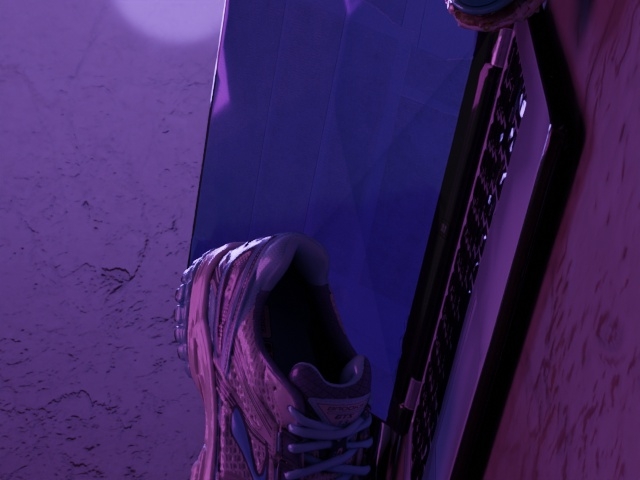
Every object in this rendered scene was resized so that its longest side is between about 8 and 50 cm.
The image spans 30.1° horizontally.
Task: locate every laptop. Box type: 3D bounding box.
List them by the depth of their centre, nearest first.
[{"bbox_3d":[0.000,0.000,0.845,0.408,0.236,0.381,-78,-1,-63],"label":"laptop"}]

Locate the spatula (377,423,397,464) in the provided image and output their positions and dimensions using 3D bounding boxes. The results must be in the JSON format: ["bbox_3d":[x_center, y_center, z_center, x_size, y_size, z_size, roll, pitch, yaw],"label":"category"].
[{"bbox_3d":[0.091,0.102,1.241,0.168,0.019,0.242,99,-178,-63],"label":"spatula"}]

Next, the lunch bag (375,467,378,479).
[{"bbox_3d":[-0.016,0.297,1.356,0.223,0.160,0.262,118,152,-71],"label":"lunch bag"}]

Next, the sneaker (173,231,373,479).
[{"bbox_3d":[-0.020,0.127,0.758,0.122,0.110,0.283,-28,71,49],"label":"sneaker"}]

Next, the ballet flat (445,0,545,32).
[{"bbox_3d":[0.133,-0.217,0.694,0.077,0.091,0.241,37,-116,-56],"label":"ballet flat"}]

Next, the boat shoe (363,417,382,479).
[{"bbox_3d":[0.036,0.161,1.179,0.089,0.109,0.258,-153,57,-78],"label":"boat shoe"}]
